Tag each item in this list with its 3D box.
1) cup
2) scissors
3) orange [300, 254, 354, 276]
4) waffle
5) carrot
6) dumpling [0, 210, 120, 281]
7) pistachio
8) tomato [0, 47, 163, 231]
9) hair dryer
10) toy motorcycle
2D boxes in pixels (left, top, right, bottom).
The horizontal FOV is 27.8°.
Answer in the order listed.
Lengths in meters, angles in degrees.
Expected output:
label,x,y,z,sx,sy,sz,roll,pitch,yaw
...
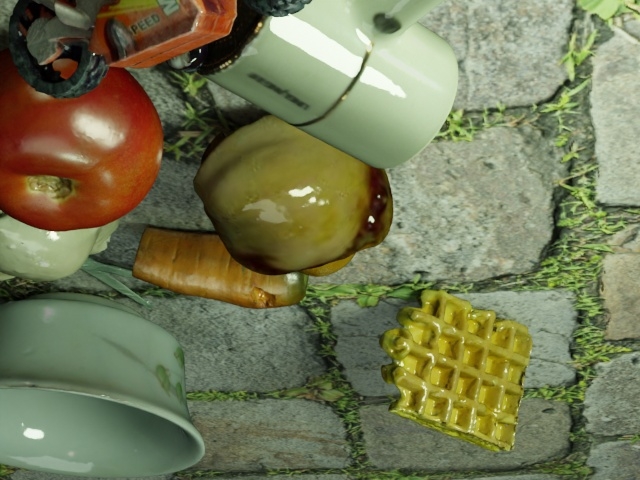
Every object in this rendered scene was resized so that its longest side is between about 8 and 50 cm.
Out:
label,x,y,z,sx,sy,sz,roll,pitch,yaw
cup,-0.306,0.170,1.608,0.347,0.163,0.347,4,154,2
scissors,-0.275,0.027,1.512,0.247,0.017,0.144,24,145,-36
orange,0.000,0.000,1.376,0.085,0.085,0.085,2,151,1
waffle,0.156,0.147,1.547,0.211,0.160,0.055,26,159,-30
carrot,-0.110,0.030,1.437,0.193,0.087,0.087,6,151,3
dumpling,-0.310,-0.004,1.351,0.181,0.111,0.155,20,135,-14
pistachio,-0.023,-0.045,1.260,0.210,0.130,0.165,15,109,-20
tomato,-0.234,-0.097,1.161,0.195,0.136,0.195,2,148,1
hair dryer,0.081,-0.205,0.981,0.203,0.128,0.362,26,136,-35
toy motorcycle,-0.122,-0.208,0.941,0.298,0.171,0.089,-14,-177,33
